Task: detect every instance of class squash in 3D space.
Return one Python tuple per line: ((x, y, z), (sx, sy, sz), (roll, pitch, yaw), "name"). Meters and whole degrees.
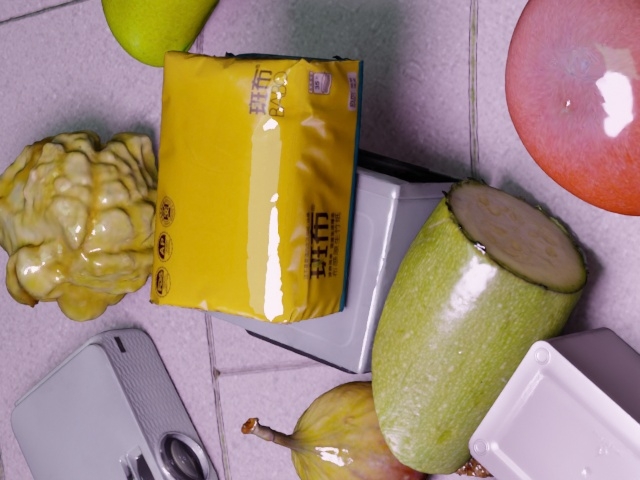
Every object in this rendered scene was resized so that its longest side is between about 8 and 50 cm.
((0.144, 0.090, 1.853), (0.189, 0.189, 0.260), (46, 122, 26), "squash")

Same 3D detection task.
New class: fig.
((0.011, 0.215, 1.951), (0.160, 0.231, 0.143), (-54, 20, 32), "fig")

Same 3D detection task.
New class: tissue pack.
((-0.069, -0.059, 1.810), (0.192, 0.134, 0.270), (6, 96, 36), "tissue pack")
((0.297, 0.222, 1.773), (0.246, 0.136, 0.159), (44, 116, 27), "tissue pack")

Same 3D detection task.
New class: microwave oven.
((0.000, 0.000, 1.957), (0.295, 0.181, 0.237), (18, 104, 35), "microwave oven")

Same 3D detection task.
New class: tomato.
((0.293, -0.150, 1.616), (0.256, 0.224, 0.255), (19, 118, 40), "tomato")

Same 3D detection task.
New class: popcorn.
((-0.294, -0.027, 2.178), (0.256, 0.195, 0.255), (27, 98, 32), "popcorn")

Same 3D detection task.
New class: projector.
((-0.255, 0.263, 2.205), (0.198, 0.108, 0.250), (-40, 67, 31), "projector")

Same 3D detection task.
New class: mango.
((-0.179, -0.346, 2.099), (0.185, 0.149, 0.273), (53, 125, 21), "mango")

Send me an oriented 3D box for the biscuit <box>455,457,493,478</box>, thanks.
((0.173, 0.159, 1.925), (0.064, 0.034, 0.199), (6, 96, 35), "biscuit")
